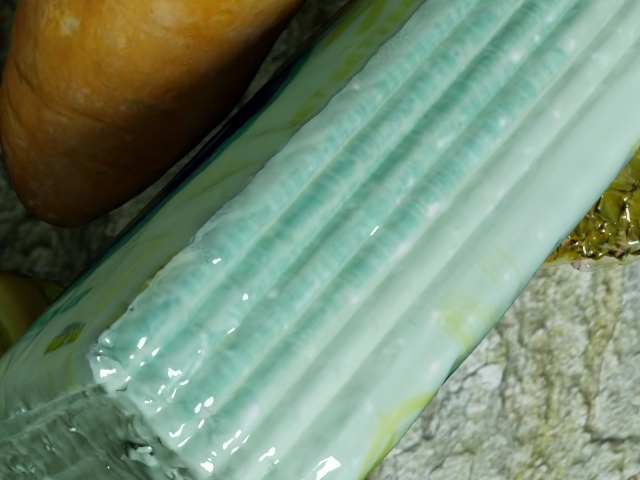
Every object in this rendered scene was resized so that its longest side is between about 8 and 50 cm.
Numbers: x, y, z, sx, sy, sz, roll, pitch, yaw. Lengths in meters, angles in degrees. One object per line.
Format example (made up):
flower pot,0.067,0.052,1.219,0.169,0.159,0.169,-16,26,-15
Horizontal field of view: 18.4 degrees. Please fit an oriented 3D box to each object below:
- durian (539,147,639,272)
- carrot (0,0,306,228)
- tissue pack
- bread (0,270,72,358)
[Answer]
durian,0.188,-0.019,1.383,0.224,0.078,0.140,-29,131,-15
carrot,-0.116,-0.107,1.098,0.159,0.159,0.225,12,124,-38
tissue pack,0.000,0.000,1.052,0.162,0.287,0.388,47,63,-8
bread,-0.211,0.165,1.195,0.333,0.160,0.333,-17,126,-25
